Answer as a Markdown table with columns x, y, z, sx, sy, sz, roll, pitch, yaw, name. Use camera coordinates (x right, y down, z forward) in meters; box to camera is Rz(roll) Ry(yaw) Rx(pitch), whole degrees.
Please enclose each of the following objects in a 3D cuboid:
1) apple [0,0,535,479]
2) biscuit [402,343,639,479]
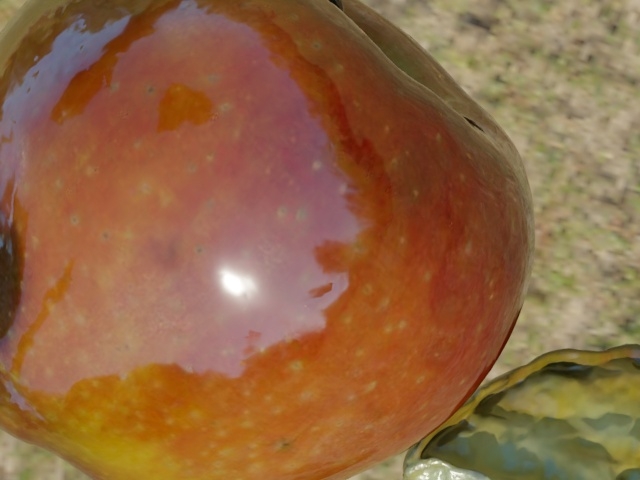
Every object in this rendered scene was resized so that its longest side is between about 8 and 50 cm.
| x | y | z | sx | sy | sz | roll | pitch | yaw | name |
| --- | --- | --- | --- | --- | --- | --- | --- | --- | --- |
| -0.038 | 0.003 | 0.750 | 0.230 | 0.230 | 0.230 | -8 | 77 | 40 | apple |
| 0.242 | 0.223 | 1.486 | 0.078 | 0.329 | 0.335 | 108 | 144 | -47 | biscuit |
